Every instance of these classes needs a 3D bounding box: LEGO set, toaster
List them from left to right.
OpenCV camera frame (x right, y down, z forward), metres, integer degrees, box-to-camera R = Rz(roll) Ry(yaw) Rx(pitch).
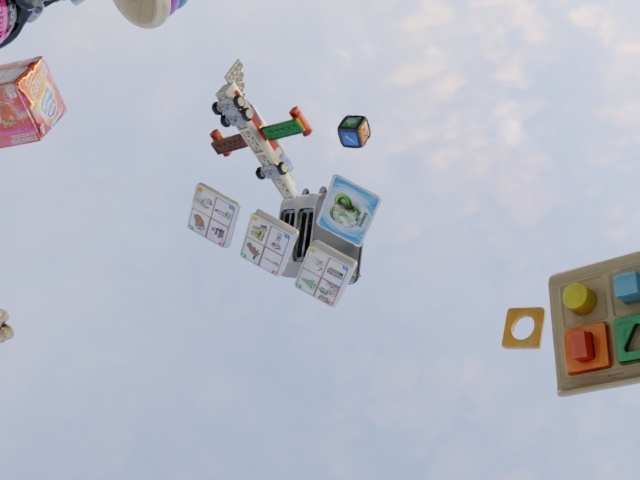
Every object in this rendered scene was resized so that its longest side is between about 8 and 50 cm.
[{"bbox_3d":[-0.028,-0.056,0.884,0.182,0.244,0.060,28,-128,6],"label":"LEGO set"},{"bbox_3d":[0.000,0.000,1.643,0.110,0.168,0.186,8,-93,-25],"label":"toaster"}]

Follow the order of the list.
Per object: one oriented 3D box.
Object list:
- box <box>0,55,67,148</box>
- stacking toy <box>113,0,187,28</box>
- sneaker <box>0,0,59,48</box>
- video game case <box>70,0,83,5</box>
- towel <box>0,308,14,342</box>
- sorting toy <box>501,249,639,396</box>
[{"bbox_3d":[-0.627,-0.245,1.718,0.256,0.123,0.128,-8,-148,17],"label":"box"},{"bbox_3d":[-0.257,-0.542,1.791,0.141,0.141,0.330,27,-132,19],"label":"stacking toy"},{"bbox_3d":[-0.267,-0.204,0.685,0.482,0.185,0.202,-21,-105,-42],"label":"sneaker"},{"bbox_3d":[-0.343,-0.465,1.340,0.201,0.183,0.023,-25,-146,21],"label":"video game case"},{"bbox_3d":[-0.514,0.126,1.051,0.187,0.049,0.282,-3,-169,38],"label":"towel"},{"bbox_3d":[0.389,0.104,1.245,0.347,0.047,0.196,-20,-127,37],"label":"sorting toy"}]
